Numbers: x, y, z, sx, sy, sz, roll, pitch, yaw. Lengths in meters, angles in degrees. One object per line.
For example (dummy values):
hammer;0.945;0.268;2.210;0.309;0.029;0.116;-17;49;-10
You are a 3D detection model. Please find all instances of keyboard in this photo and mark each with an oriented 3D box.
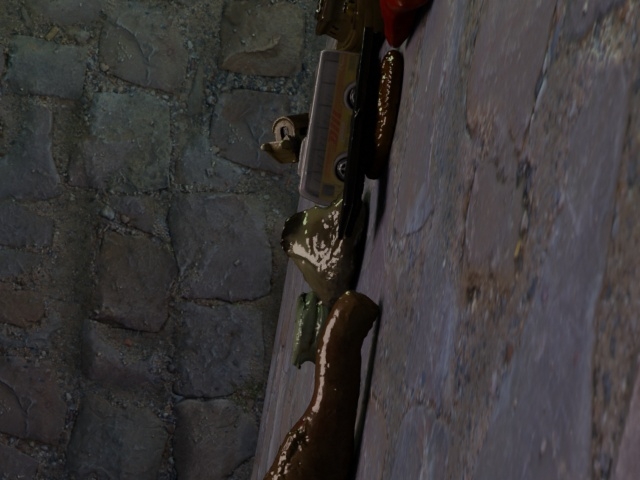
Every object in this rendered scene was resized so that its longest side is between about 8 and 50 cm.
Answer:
keyboard;0.055;-0.157;1.575;0.106;0.027;0.317;101;177;-59

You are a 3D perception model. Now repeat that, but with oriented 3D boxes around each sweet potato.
sweet potato;-0.005;0.251;1.358;0.109;0.109;0.385;-102;28;-79

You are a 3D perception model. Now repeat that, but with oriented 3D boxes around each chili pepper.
chili pepper;0.106;-0.308;1.419;0.272;0.063;0.071;111;-179;-82

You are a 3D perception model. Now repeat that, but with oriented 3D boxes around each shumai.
shumai;0.000;0.000;1.713;0.201;0.120;0.201;-168;90;-88

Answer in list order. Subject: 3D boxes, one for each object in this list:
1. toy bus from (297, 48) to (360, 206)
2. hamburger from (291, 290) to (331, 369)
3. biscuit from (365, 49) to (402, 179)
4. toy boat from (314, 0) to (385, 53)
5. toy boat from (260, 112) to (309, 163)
toy bus;0.025;-0.189;1.887;0.092;0.106;0.268;-90;9;-83
hamburger;-0.017;0.154;1.968;0.140;0.062;0.133;-90;9;-53
biscuit;0.085;-0.180;1.593;0.188;0.027;0.188;-171;90;-86
toy boat;0.053;-0.378;1.861;0.321;0.121;0.089;132;153;-82
toy boat;-0.015;-0.186;1.996;0.226;0.068;0.088;-17;-80;-50
